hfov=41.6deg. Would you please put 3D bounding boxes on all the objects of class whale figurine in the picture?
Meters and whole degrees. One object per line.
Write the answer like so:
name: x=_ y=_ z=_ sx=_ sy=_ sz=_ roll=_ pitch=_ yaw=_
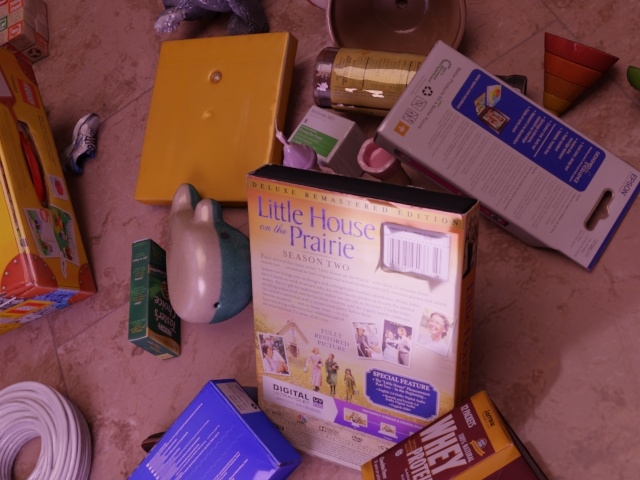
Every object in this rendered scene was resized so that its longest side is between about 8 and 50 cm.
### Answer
whale figurine: x=-0.186 y=0.018 z=1.428 sx=0.272 sy=0.141 sz=0.216 roll=-116 pitch=36 yaw=-47

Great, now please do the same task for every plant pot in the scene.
plant pot: x=0.135 y=-0.397 z=1.455 sx=0.237 sy=0.237 sz=0.110 roll=-13 pitch=25 yaw=20

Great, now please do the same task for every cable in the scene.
cable: x=-0.504 y=0.374 z=1.432 sx=0.257 sy=0.089 sz=0.257 roll=23 pitch=77 yaw=33

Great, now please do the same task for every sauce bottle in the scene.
sauce bottle: x=0.162 y=-0.251 z=1.388 sx=0.344 sy=0.111 sz=0.111 roll=10 pitch=70 yaw=15

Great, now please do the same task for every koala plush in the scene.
koala plush: x=-0.236 y=-0.509 z=1.689 sx=0.221 sy=0.203 sz=0.196 roll=-8 pitch=62 yaw=36

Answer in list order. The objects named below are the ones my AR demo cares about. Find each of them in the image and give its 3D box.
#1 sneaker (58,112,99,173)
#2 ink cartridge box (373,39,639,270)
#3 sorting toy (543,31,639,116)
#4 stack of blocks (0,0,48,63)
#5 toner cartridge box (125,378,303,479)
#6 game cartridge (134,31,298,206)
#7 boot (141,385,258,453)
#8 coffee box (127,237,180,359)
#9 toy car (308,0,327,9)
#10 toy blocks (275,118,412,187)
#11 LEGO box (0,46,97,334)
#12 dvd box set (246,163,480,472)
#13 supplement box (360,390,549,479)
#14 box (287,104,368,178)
sneaker: x=-0.481 y=-0.196 z=1.729 sx=0.058 sy=0.052 sz=0.135 roll=23 pitch=85 yaw=23
ink cartridge box: x=0.278 y=-0.123 z=1.251 sx=0.371 sy=0.069 sz=0.176 roll=34 pitch=80 yaw=4
sorting toy: x=0.470 y=-0.191 z=1.250 sx=0.365 sy=0.127 sz=0.126 roll=34 pitch=113 yaw=31
stack of blocks: x=-0.744 y=-0.534 z=1.993 sx=0.171 sy=0.087 sz=0.297 roll=-22 pitch=58 yaw=15
toner cartridge box: x=-0.197 y=0.382 z=1.225 sx=0.165 sy=0.075 sz=0.348 roll=46 pitch=104 yaw=24
game cartridge: x=-0.194 y=-0.221 z=1.557 sx=0.285 sy=0.053 sz=0.323 roll=3 pitch=79 yaw=25
boot: x=-0.178 y=0.294 z=1.336 sx=0.219 sy=0.082 sz=0.106 roll=-9 pitch=41 yaw=25
coffee box: x=-0.281 y=0.102 z=1.444 sx=0.040 sy=0.113 sz=0.184 roll=-13 pitch=60 yaw=16
toy car: x=0.029 y=-0.534 z=1.586 sx=0.210 sy=0.219 sz=0.238 roll=-44 pitch=26 yaw=2
toy blocks: x=0.000 y=0.000 z=1.266 sx=0.309 sy=0.260 sz=0.288 roll=-24 pitch=58 yaw=14
LEGO box: x=-0.687 y=-0.072 z=1.591 sx=0.372 sy=0.193 sz=0.500 roll=-22 pitch=77 yaw=14
dvd box set: x=0.049 y=0.122 z=1.128 sx=0.307 sy=0.420 sz=0.062 roll=11 pitch=27 yaw=27
supplement box: x=0.185 y=0.330 z=1.033 sx=0.191 sy=0.194 sz=0.129 roll=-34 pitch=16 yaw=7
box: x=0.019 y=-0.157 z=1.430 sx=0.101 sy=0.102 sz=0.087 roll=28 pitch=78 yaw=35
